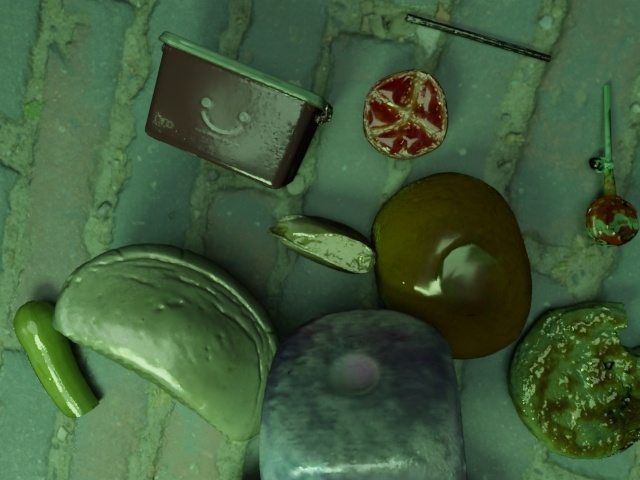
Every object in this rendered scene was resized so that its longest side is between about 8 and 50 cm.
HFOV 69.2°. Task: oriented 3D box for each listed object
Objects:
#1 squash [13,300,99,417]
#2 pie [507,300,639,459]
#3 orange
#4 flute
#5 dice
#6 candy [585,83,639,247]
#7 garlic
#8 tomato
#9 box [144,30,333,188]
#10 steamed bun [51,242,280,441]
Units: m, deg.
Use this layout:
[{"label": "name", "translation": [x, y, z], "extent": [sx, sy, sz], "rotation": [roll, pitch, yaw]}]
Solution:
[{"label": "squash", "translation": [-0.527, 0.235, 0.920], "extent": [0.083, 0.083, 0.250], "rotation": [-22, 95, 6]}, {"label": "pie", "translation": [0.490, 0.257, 0.846], "extent": [0.302, 0.067, 0.303], "rotation": [0, 96, 3]}, {"label": "orange", "translation": [0.224, 0.056, 0.806], "extent": [0.262, 0.196, 0.335], "rotation": [-9, 102, 19]}, {"label": "flute", "translation": [0.280, -0.362, 0.829], "extent": [0.269, 0.014, 0.014], "rotation": [18, 97, 2]}, {"label": "dice", "translation": [0.071, 0.286, 0.703], "extent": [0.269, 0.270, 0.272], "rotation": [-4, 126, 10]}, {"label": "candy", "translation": [0.505, -0.131, 0.809], "extent": [0.077, 0.084, 0.288], "rotation": [0, 88, 9]}, {"label": "garlic", "translation": [0.009, 0.003, 0.841], "extent": [0.195, 0.101, 0.087], "rotation": [23, 93, 7]}, {"label": "tomato", "translation": [0.146, -0.217, 0.825], "extent": [0.155, 0.069, 0.156], "rotation": [0, 95, 1]}, {"label": "box", "translation": [-0.140, -0.213, 0.796], "extent": [0.293, 0.193, 0.168], "rotation": [23, 105, 2]}, {"label": "steamed bun", "translation": [-0.220, 0.145, 0.789], "extent": [0.383, 0.247, 0.236], "rotation": [35, 71, -11]}]
